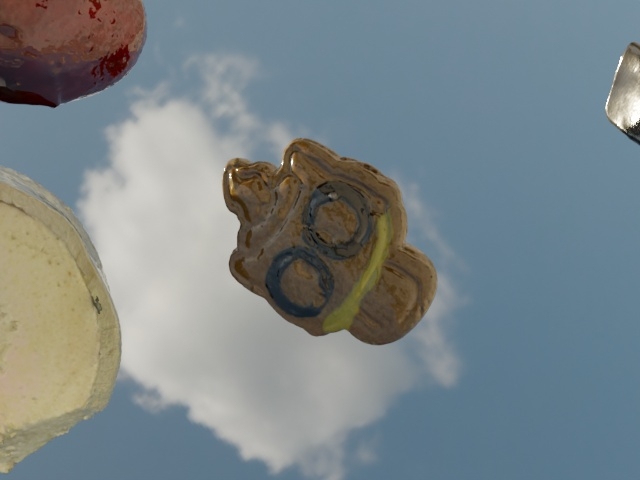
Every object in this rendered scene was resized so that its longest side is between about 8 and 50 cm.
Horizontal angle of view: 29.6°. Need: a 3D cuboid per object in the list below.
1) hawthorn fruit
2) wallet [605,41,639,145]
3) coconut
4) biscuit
[{"bbox_3d":[-0.320,-0.234,1.228,0.266,0.210,0.230,-31,-118,-35],"label":"hawthorn fruit"},{"bbox_3d":[0.317,-0.114,1.105,0.018,0.082,0.157,-4,-146,-28],"label":"wallet"},{"bbox_3d":[-0.450,0.088,1.515,0.404,0.404,0.405,28,-138,-28],"label":"coconut"},{"bbox_3d":[0.000,0.000,1.370,0.290,0.208,0.041,35,-162,14],"label":"biscuit"}]
